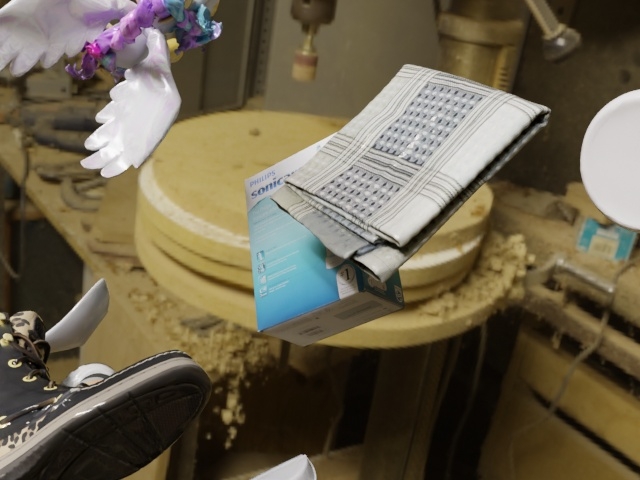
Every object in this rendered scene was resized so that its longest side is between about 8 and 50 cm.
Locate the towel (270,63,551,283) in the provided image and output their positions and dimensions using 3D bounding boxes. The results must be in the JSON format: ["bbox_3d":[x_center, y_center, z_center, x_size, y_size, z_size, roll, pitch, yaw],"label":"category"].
[{"bbox_3d":[0.103,-0.115,1.175,0.324,0.056,0.312,-45,38,-7],"label":"towel"}]

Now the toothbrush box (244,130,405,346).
[{"bbox_3d":[0.000,0.000,1.415,0.126,0.216,0.295,26,47,-49],"label":"toothbrush box"}]

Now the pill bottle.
[{"bbox_3d":[0.325,-0.080,0.729,0.208,0.117,0.118,-15,34,-43],"label":"pill bottle"}]

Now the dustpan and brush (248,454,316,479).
[{"bbox_3d":[-0.062,0.442,1.436,0.147,0.060,0.211,-24,3,-11],"label":"dustpan and brush"}]

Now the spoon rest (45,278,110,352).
[{"bbox_3d":[-0.433,0.171,1.351,0.084,0.276,0.137,35,-15,-8],"label":"spoon rest"}]

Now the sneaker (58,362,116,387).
[{"bbox_3d":[-0.364,0.297,1.151,0.100,0.271,0.108,35,-3,-29],"label":"sneaker"}]

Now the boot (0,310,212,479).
[{"bbox_3d":[-0.344,0.190,1.056,0.377,0.138,0.284,-34,44,-3],"label":"boot"}]

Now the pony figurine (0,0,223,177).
[{"bbox_3d":[-0.299,-0.318,1.319,0.303,0.351,0.363,44,8,-11],"label":"pony figurine"}]
